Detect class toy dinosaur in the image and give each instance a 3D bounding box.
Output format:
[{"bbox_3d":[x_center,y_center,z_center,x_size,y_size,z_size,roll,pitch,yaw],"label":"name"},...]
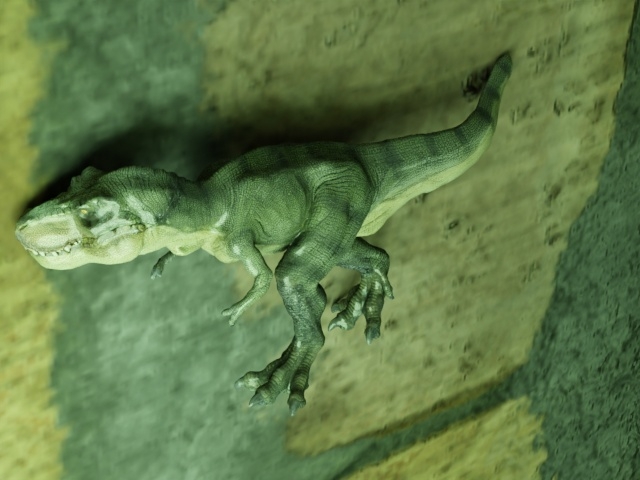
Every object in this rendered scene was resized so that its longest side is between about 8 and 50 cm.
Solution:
[{"bbox_3d":[0.000,0.000,0.596,0.268,0.064,0.118,-19,119,-38],"label":"toy dinosaur"}]
